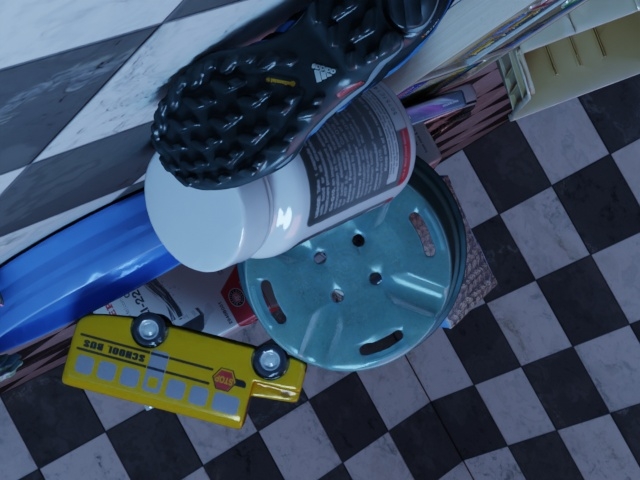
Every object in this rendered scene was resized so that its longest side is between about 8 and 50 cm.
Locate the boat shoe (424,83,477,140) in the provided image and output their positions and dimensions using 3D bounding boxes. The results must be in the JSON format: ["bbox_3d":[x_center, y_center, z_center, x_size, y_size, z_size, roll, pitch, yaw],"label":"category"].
[{"bbox_3d":[0.136,-0.153,2.074,0.335,0.119,0.121,-29,177,14],"label":"boat shoe"}]

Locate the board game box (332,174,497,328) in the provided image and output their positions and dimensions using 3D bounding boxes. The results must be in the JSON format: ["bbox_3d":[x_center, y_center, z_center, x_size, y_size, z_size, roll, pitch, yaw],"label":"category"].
[{"bbox_3d":[0.133,0.019,2.156,0.141,0.232,0.291,-40,-157,-31],"label":"board game box"}]

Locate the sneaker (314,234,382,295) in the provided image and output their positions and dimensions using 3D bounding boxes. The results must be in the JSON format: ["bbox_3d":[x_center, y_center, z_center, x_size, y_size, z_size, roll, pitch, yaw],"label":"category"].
[{"bbox_3d":[0.000,0.000,2.023,0.111,0.300,0.121,-56,148,-11],"label":"sneaker"}]

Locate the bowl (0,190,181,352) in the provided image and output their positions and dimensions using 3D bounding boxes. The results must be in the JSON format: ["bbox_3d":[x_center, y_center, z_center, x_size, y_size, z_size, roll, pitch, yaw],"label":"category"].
[{"bbox_3d":[-0.286,0.028,1.569,0.391,0.077,0.391,-29,177,-1],"label":"bowl"}]

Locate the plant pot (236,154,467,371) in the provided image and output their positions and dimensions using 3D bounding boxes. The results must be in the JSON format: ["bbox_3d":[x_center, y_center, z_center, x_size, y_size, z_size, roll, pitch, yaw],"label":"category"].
[{"bbox_3d":[0.038,0.026,1.589,0.341,0.341,0.334,-29,-178,4],"label":"plant pot"}]

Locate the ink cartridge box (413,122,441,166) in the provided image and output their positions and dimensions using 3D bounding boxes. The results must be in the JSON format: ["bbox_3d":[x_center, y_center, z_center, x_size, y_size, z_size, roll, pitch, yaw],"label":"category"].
[{"bbox_3d":[0.024,-0.097,1.869,0.306,0.131,0.226,-31,178,1],"label":"ink cartridge box"}]

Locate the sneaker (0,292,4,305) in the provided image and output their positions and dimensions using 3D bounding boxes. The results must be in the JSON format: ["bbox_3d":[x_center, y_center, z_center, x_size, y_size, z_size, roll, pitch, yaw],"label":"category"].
[{"bbox_3d":[-0.412,0.077,1.412,0.047,0.057,0.119,-29,179,-45],"label":"sneaker"}]

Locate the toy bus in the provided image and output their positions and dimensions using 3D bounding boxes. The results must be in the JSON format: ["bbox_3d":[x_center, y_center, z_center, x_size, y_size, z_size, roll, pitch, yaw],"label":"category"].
[{"bbox_3d":[-0.191,0.184,1.724,0.332,0.130,0.108,15,175,0],"label":"toy bus"}]

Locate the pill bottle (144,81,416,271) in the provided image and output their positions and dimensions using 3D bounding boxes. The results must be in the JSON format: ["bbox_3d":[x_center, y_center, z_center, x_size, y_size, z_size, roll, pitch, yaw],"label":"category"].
[{"bbox_3d":[-0.039,-0.076,1.263,0.161,0.161,0.283,-31,176,43],"label":"pill bottle"}]

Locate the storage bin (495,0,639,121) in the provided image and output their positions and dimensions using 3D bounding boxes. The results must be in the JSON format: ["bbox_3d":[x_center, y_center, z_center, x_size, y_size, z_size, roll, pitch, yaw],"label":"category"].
[{"bbox_3d":[0.394,-0.290,1.739,0.262,0.123,0.260,-20,178,2],"label":"storage bin"}]

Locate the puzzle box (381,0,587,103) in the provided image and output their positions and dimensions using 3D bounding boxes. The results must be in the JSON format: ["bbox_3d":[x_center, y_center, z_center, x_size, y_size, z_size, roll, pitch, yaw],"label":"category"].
[{"bbox_3d":[0.246,-0.286,1.450,0.409,0.052,0.272,-31,176,41],"label":"puzzle box"}]

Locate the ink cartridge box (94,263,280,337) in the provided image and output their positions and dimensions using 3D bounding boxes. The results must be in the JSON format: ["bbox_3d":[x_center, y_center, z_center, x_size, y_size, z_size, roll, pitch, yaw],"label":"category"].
[{"bbox_3d":[-0.236,0.093,2.018,0.272,0.197,0.114,-30,176,7],"label":"ink cartridge box"}]

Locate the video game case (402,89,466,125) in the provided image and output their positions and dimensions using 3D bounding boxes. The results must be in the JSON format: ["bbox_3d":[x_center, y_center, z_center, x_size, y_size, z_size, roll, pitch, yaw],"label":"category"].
[{"bbox_3d":[0.027,-0.135,1.546,0.274,0.026,0.196,-21,-171,-23],"label":"video game case"}]

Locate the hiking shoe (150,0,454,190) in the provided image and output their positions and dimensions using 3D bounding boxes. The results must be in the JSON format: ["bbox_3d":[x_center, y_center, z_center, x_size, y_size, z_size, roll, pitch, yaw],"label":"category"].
[{"bbox_3d":[-0.007,-0.135,0.990,0.304,0.113,0.132,-30,176,29],"label":"hiking shoe"}]

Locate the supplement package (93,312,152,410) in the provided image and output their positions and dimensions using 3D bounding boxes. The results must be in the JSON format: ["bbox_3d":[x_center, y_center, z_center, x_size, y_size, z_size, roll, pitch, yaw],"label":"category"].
[{"bbox_3d":[-0.313,0.172,2.194,0.133,0.244,0.139,-29,177,-4],"label":"supplement package"}]

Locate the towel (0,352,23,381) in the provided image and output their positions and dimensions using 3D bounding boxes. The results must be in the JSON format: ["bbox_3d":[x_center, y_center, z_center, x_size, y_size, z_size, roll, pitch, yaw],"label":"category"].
[{"bbox_3d":[-0.539,0.181,1.498,0.247,0.038,0.325,-6,-179,4],"label":"towel"}]
